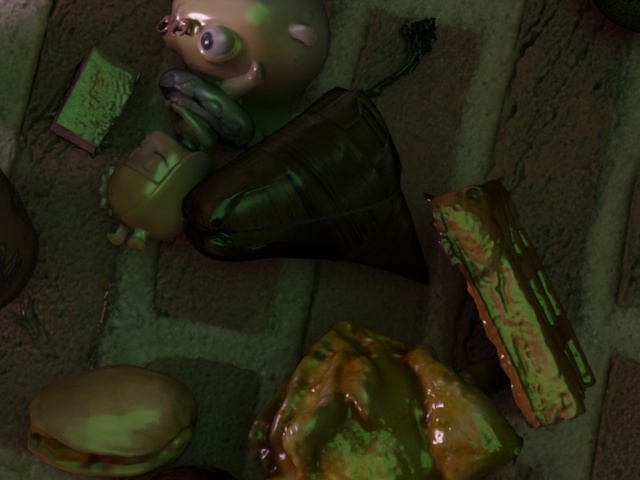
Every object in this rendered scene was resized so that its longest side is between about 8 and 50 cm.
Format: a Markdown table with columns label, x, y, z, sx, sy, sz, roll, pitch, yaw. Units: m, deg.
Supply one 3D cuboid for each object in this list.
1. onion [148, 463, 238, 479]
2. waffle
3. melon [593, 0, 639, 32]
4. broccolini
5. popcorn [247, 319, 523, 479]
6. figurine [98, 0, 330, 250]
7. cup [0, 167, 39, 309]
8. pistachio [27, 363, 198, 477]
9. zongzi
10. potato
| label | x | y | z | sx | sy | sz | roll | pitch | yaw |
| --- | --- | --- | --- | --- | --- | --- | --- | --- | --- |
| onion | -0.143 | 0.378 | 1.721 | 0.190 | 0.246 | 0.246 | -21 | 85 | 10 |
| waffle | 0.229 | 0.065 | 1.800 | 0.077 | 0.348 | 0.304 | -24 | 88 | 12 |
| melon | 0.473 | -0.364 | 2.003 | 0.288 | 0.182 | 0.182 | -18 | 84 | -12 |
| broccolini | 0.085 | -0.217 | 1.968 | 0.194 | 0.054 | 0.052 | -45 | 110 | -13 |
| popcorn | 0.079 | 0.229 | 1.745 | 0.290 | 0.326 | 0.321 | 34 | 64 | -25 |
| figurine | -0.122 | -0.146 | 1.858 | 0.274 | 0.226 | 0.394 | 38 | 80 | -33 |
| cup | -0.481 | -0.020 | 1.720 | 0.301 | 0.257 | 0.227 | 1 | 61 | 30 |
| pistachio | -0.245 | 0.215 | 1.788 | 0.200 | 0.117 | 0.145 | -3 | 43 | -5 |
| zongzi | 0.000 | 0.000 | 1.837 | 0.286 | 0.138 | 0.300 | -37 | 121 | -21 |
| potato | -0.279 | -0.172 | 1.872 | 0.086 | 0.061 | 0.122 | 28 | 77 | -8 |
